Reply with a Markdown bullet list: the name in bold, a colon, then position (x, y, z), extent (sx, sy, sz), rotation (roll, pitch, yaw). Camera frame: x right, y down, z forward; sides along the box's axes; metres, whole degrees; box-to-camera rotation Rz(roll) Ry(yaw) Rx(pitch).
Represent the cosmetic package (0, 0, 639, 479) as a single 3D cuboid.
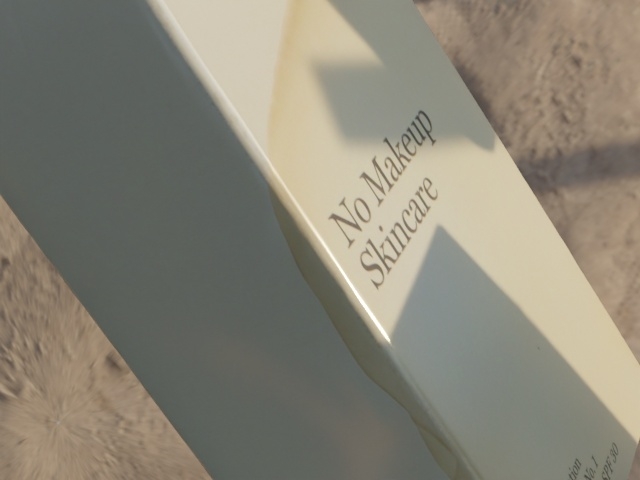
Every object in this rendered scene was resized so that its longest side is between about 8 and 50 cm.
- **cosmetic package**: position (0.000, 0.000, 0.550), extent (0.309, 0.113, 0.160), rotation (56, 36, -17)
